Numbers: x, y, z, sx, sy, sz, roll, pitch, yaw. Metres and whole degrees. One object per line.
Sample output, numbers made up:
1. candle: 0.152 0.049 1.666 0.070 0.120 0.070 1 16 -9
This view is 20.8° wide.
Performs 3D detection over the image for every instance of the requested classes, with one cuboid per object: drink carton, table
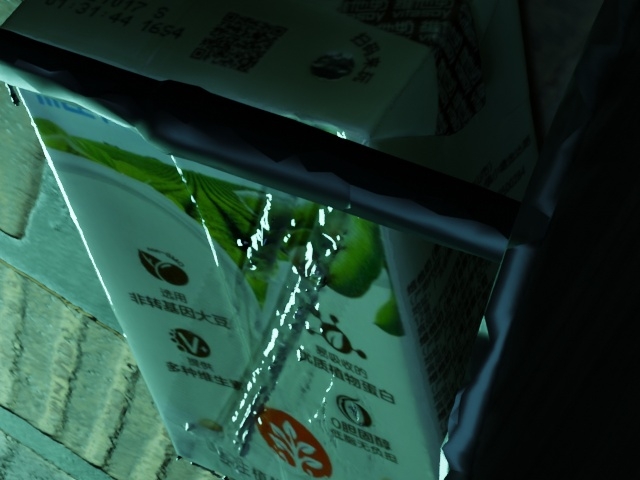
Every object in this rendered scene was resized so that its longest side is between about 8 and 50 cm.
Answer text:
1. drink carton: 0.000 0.000 0.824 0.194 0.132 0.324 18 146 27
2. table: 0.067 -0.103 0.527 0.249 0.317 0.317 31 155 32
